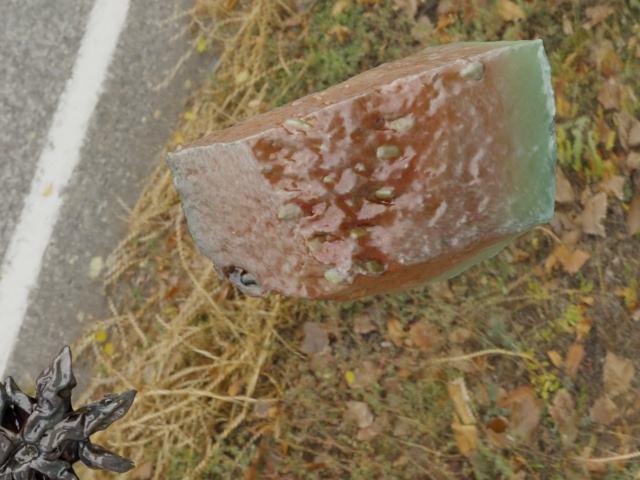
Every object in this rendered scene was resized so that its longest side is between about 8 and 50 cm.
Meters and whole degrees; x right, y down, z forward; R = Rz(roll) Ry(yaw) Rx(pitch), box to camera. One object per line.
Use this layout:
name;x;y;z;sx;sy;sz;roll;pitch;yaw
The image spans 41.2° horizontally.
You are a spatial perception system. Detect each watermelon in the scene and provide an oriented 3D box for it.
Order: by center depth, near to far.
watermelon;0.026;-0.035;0.602;0.140;0.256;0.193;-150;54;-65

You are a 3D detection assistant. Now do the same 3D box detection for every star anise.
star anise;-0.343;0.248;1.003;0.282;0.213;0.129;-21;14;-8
